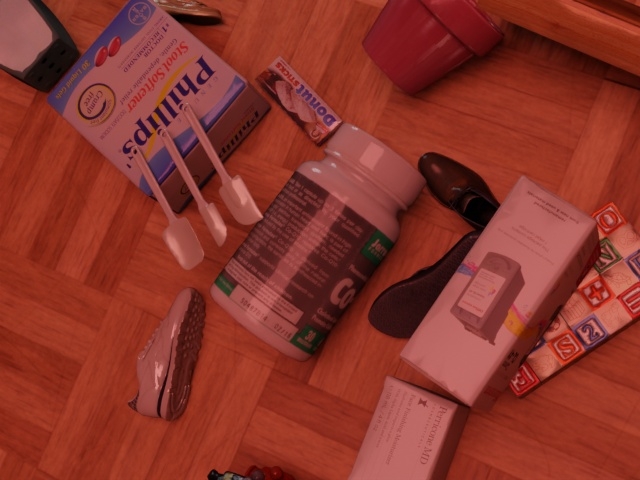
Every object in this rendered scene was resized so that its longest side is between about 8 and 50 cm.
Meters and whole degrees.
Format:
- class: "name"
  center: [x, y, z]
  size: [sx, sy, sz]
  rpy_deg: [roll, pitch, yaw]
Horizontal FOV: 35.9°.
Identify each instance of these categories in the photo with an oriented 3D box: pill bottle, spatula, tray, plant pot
- class: "pill bottle"
  center: [0.000, 0.000, 1.617]
  size: [0.204, 0.204, 0.361]
  rpy_deg: [36, 90, 18]
- class: "spatula"
  center: [-0.217, -0.091, 1.625]
  size: [0.168, 0.019, 0.242]
  rpy_deg: [-36, 76, 18]
- class: "tray"
  center: [0.472, -0.332, 1.560]
  size: [0.411, 0.203, 0.076]
  rpy_deg: [27, 116, 18]
- class: "plant pot"
  center: [0.177, -0.351, 1.662]
  size: [0.180, 0.201, 0.201]
  rpy_deg: [-44, 71, 19]
- class: "plant pot"
  center: [-0.589, -0.404, 1.881]
  size: [0.234, 0.165, 0.165]
  rpy_deg: [41, 91, 10]

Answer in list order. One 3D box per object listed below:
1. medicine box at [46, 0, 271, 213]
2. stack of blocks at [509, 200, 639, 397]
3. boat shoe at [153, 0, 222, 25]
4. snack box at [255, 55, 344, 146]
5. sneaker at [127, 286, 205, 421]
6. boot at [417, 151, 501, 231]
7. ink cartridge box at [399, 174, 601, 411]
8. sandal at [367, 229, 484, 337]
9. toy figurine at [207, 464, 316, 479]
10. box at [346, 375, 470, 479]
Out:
- class: "medicine box"
  center: [-0.288, -0.244, 1.771]
  size: [0.289, 0.149, 0.263]
  rpy_deg: [41, 91, 19]
- class: "stack of blocks"
  center: [0.386, 0.097, 1.558]
  size: [0.297, 0.087, 0.171]
  rpy_deg: [-36, 72, 6]
- class: "boat shoe"
  center: [-0.252, -0.437, 1.852]
  size: [0.153, 0.056, 0.048]
  rpy_deg: [11, 83, 25]
- class: "snack box"
  center: [-0.038, -0.250, 1.773]
  size: [0.064, 0.022, 0.178]
  rpy_deg: [-43, 72, 2]
- class: "sneaker"
  center: [-0.269, 0.191, 1.713]
  size: [0.095, 0.090, 0.235]
  rpy_deg: [11, 80, 26]
- class: "boot"
  center: [0.239, -0.079, 1.622]
  size: [0.082, 0.106, 0.219]
  rpy_deg: [-46, 72, 2]
- class: "ink cartridge box"
  center: [0.267, 0.086, 1.427]
  size: [0.131, 0.226, 0.306]
  rpy_deg: [33, 90, 20]
- class: "sandal"
  center: [0.191, 0.076, 1.614]
  size: [0.254, 0.054, 0.097]
  rpy_deg: [-36, 102, 21]
- class: "toy figurine"
  center: [-0.096, 0.461, 1.543]
  size: [0.148, 0.209, 0.213]
  rpy_deg: [11, 83, 27]
- class: "box"
  center: [0.140, 0.317, 1.527]
  size: [0.119, 0.182, 0.181]
  rpy_deg: [19, 84, 18]
